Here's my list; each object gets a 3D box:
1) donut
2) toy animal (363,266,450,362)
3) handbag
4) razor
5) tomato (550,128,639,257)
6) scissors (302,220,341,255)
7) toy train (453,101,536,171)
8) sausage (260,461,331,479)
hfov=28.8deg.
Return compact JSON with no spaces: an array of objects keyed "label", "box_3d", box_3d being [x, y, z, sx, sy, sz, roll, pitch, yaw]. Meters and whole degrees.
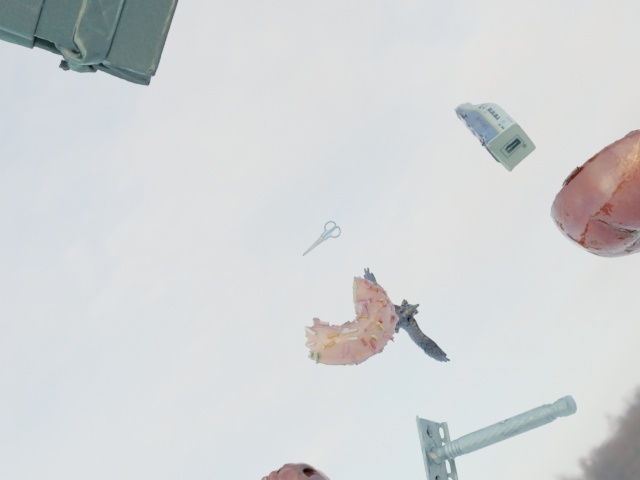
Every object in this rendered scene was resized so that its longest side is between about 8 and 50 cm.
[{"label":"donut","box_3d":[0.058,0.126,1.878,0.166,0.117,0.065,-55,-33,-32]},{"label":"toy animal","box_3d":[0.147,0.134,2.202,0.062,0.220,0.108,-42,-1,-5]},{"label":"handbag","box_3d":[-0.300,-0.321,1.326,0.089,0.326,0.238,2,75,70]},{"label":"razor","box_3d":[0.229,0.247,1.620,0.232,0.106,0.068,-30,-33,34]},{"label":"tomato","box_3d":[0.366,-0.045,1.362,0.225,0.085,0.225,-20,-23,-9]},{"label":"scissors","box_3d":[0.000,0.000,2.221,0.083,0.036,0.006,-42,-24,0]},{"label":"toy train","box_3d":[0.221,-0.150,1.624,0.051,0.052,0.234,-39,17,8]},{"label":"sausage","box_3d":[-0.007,0.539,2.309,0.152,0.279,0.152,-32,-18,-12]}]
